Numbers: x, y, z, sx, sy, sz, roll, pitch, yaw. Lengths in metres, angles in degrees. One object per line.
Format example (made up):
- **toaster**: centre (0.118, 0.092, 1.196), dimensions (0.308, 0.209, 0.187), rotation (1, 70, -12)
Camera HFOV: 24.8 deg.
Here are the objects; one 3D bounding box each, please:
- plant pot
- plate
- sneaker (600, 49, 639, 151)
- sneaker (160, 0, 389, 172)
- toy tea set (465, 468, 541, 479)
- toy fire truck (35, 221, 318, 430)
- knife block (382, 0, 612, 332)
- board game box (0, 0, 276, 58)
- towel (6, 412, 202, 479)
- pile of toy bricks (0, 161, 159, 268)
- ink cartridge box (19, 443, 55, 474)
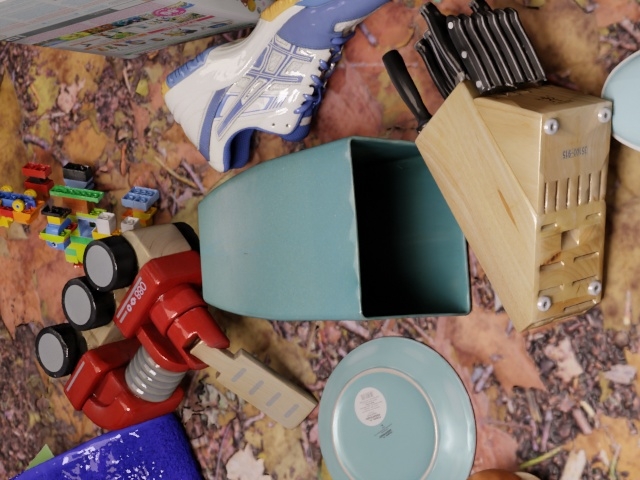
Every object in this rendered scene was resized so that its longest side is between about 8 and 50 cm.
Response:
- **plant pot**: centre (0.000, 0.000, 1.422), dimensions (0.234, 0.166, 0.165), rotation (-7, 85, 42)
- **plate**: centre (0.068, 0.189, 1.445), dimensions (0.188, 0.024, 0.188), rotation (0, 90, 37)
- **sneaker**: centre (0.355, -0.123, 1.146), dimensions (0.366, 0.150, 0.135), rotation (2, 87, 46)
- **sneaker**: centre (-0.023, -0.175, 1.488), dimensions (0.296, 0.112, 0.131), rotation (-30, 89, 34)
- **toy tea set**: centre (0.113, 0.363, 1.358), dimensions (0.200, 0.124, 0.336), rotation (41, 96, -6)
- **toy fire truck**: centre (-0.148, 0.129, 1.528), dimensions (0.246, 0.158, 0.217), rotation (52, 128, 22)
- **knife block**: centre (0.150, -0.080, 1.343), dimensions (0.242, 0.088, 0.275), rotation (23, 119, 52)
- **board game box**: centre (-0.224, -0.265, 1.497), dimensions (0.224, 0.303, 0.097), rotation (-8, 84, 36)
- **towel**: centre (-0.205, 0.358, 1.559), dimensions (0.228, 0.076, 0.308), rotation (-27, 72, 3)
- **pile of toy bricks**: centre (-0.274, -0.011, 1.668), dimensions (0.212, 0.118, 0.105), rotation (11, 124, 20)
- **ink cartridge box**: centre (-0.331, 0.340, 1.711), dimensions (0.209, 0.062, 0.109), rotation (-48, 63, 25)
